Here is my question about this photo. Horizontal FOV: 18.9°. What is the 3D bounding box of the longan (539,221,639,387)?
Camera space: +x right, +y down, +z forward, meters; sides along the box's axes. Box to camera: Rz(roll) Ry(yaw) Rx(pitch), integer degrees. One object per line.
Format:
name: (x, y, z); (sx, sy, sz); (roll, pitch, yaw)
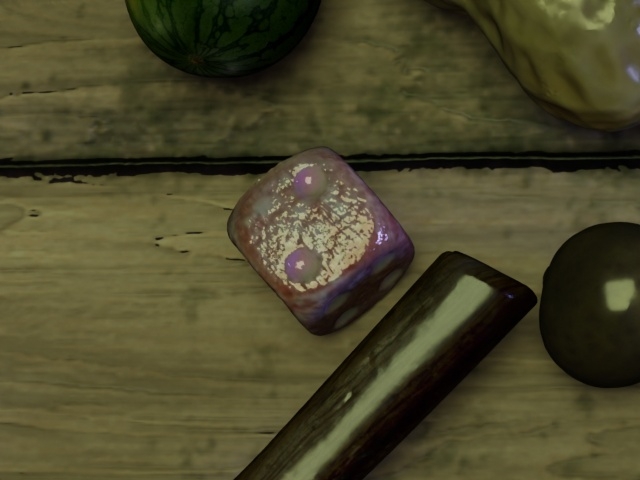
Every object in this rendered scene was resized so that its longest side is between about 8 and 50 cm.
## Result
longan: (0.181, 0.040, 1.217); (0.119, 0.106, 0.106); (7, 73, 54)

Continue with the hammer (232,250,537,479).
hammer: (-0.030, 0.159, 1.210); (0.242, 0.095, 0.409); (43, 91, 19)

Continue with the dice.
dice: (0.000, 0.000, 1.261); (0.091, 0.093, 0.094); (-41, 70, -1)

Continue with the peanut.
peanut: (0.127, -0.201, 1.265); (0.152, 0.152, 0.313); (-40, 76, -1)

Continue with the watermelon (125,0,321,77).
watermelon: (-0.063, -0.203, 1.305); (0.141, 0.140, 0.187); (7, 73, 13)
